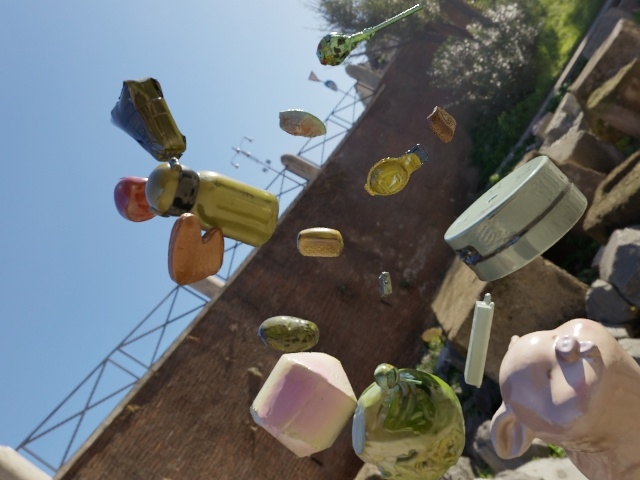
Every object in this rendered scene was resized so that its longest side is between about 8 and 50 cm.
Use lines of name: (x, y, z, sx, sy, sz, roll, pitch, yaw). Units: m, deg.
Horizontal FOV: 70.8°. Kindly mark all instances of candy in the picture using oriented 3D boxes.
candy: (0.196, 0.332, 1.076, 0.202, 0.061, 0.061, 27, -88, -46)
candy: (0.130, -0.561, 1.215, 0.305, 0.083, 0.091, -23, 14, 9)

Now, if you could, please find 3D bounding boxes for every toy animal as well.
toy animal: (0.436, 0.272, 0.729, 0.326, 0.269, 0.237, 62, -139, -30)

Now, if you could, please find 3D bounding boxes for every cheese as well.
cheese: (0.296, -0.267, 1.755, 0.270, 0.177, 0.069, -34, 38, 19)

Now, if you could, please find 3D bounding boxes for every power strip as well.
power strip: (0.562, 0.353, 1.594, 0.098, 0.058, 0.339, -12, -70, -73)
power strip: (0.498, -0.047, 1.191, 0.357, 0.161, 0.357, -42, -2, -2)
power strip: (0.247, 0.171, 1.725, 0.227, 0.029, 0.080, 73, -168, -79)

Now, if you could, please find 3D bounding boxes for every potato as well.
potato: (-0.128, 0.372, 1.793, 0.113, 0.251, 0.150, 91, 178, -47)

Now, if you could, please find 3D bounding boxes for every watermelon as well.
watermelon: (-0.056, -0.407, 1.573, 0.081, 0.180, 0.094, -168, 80, -72)

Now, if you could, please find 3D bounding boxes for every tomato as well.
tomato: (-0.634, -0.140, 1.553, 0.167, 0.167, 0.167, -59, -10, -17)

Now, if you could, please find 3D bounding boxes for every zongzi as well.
zongzi: (-0.541, -0.318, 1.371, 0.289, 0.260, 0.123, -28, -1, 45)

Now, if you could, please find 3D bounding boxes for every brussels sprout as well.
brussels sprout: (0.262, 0.534, 1.326, 0.344, 0.344, 0.268, -53, -16, -41)

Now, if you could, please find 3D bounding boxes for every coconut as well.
coconut: (-0.032, 0.405, 1.152, 0.245, 0.233, 0.233, -52, -13, -23)

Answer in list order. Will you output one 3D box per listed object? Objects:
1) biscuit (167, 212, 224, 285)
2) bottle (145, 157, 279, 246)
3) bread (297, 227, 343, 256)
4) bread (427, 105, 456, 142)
biscuit: (-0.303, 0.017, 1.132, 0.192, 0.036, 0.186, -21, -55, -61)
bottle: (-0.302, -0.105, 1.243, 0.171, 0.351, 0.172, -28, 53, 45)
bread: (0.000, 0.000, 1.115, 0.082, 0.115, 0.056, 81, -167, -46)
bread: (0.473, -0.452, 1.725, 0.044, 0.129, 0.126, -35, 22, 55)
